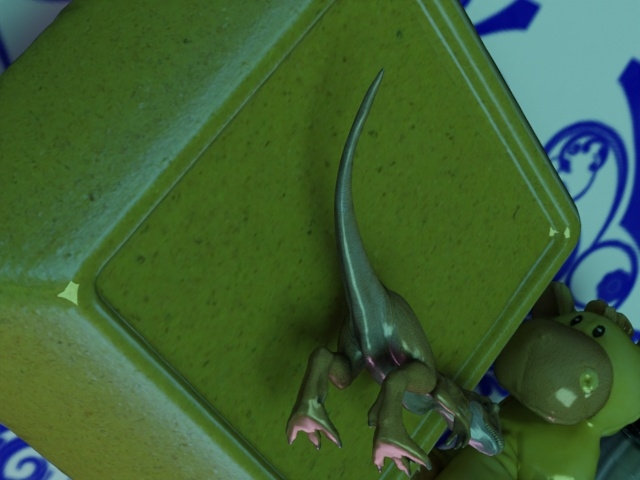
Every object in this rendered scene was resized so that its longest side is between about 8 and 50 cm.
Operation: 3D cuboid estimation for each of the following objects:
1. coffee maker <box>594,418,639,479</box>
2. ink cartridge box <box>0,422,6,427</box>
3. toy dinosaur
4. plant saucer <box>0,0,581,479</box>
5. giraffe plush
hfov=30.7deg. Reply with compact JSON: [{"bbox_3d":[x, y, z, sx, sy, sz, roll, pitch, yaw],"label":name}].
[{"bbox_3d":[0.235,0.233,0.847,0.120,0.171,0.178,12,117,-46],"label":"coffee maker"},{"bbox_3d":[-0.163,0.060,0.602,0.052,0.122,0.088,-49,127,-20],"label":"ink cartridge box"},{"bbox_3d":[0.025,0.042,0.541,0.064,0.112,0.211,-5,132,28],"label":"toy dinosaur"},{"bbox_3d":[0.000,0.000,0.588,0.333,0.081,0.332,-52,127,-17],"label":"plant saucer"},{"bbox_3d":[0.147,0.120,0.735,0.170,0.181,0.210,-62,163,10],"label":"giraffe plush"}]
